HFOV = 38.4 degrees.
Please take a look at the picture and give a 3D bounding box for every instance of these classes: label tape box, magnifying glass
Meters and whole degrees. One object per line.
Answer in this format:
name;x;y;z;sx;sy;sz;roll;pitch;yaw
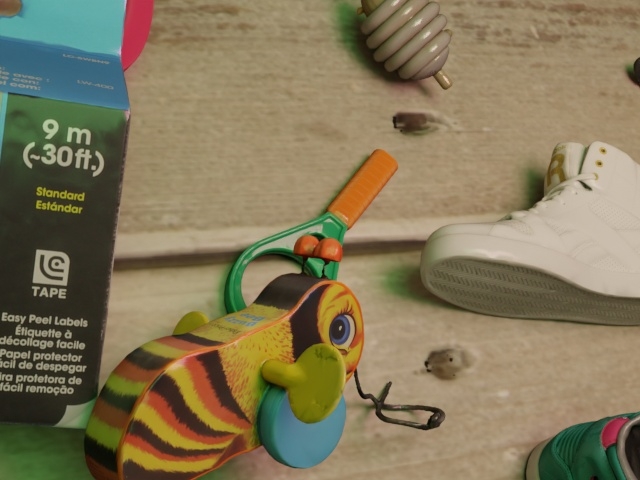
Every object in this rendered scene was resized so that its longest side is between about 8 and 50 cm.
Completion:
label tape box;-0.262;-0.050;0.628;0.240;0.106;0.334;6;91;-19
magnifying glass;0.000;0.000;0.828;0.092;0.026;0.231;40;62;-1

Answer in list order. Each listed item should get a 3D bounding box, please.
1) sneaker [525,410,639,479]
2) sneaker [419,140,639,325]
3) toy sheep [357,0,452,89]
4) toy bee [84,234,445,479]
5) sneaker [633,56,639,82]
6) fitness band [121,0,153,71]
sneaker;0.329;0.232;0.740;0.295;0.178;0.124;31;60;5
sneaker;0.213;-0.018;0.875;0.292;0.108;0.169;10;63;-28
toy sheep;0.089;-0.205;0.914;0.132;0.091;0.091;45;60;-4
toy bee;-0.037;0.079;0.690;0.298;0.195;0.162;-10;101;-61
sneaker;0.405;-0.195;1.059;0.109;0.040;0.044;10;49;-21
fitness band;-0.236;-0.262;0.786;0.209;0.054;0.291;23;58;-44
